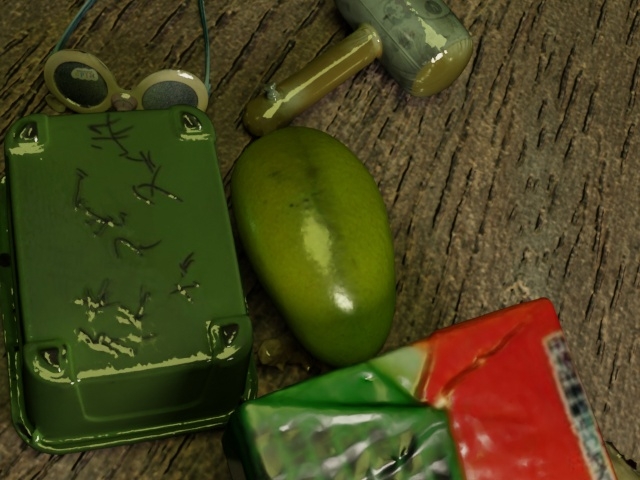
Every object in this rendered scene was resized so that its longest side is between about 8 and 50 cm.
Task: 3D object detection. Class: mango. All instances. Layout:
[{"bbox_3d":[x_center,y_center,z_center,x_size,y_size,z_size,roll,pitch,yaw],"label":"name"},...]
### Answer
[{"bbox_3d":[-0.005,-0.006,0.971,0.149,0.185,0.273,-28,50,17],"label":"mango"}]

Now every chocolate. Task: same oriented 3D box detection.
[{"bbox_3d":[0.108,0.274,0.849,0.341,0.161,0.360,-16,82,-26],"label":"chocolate"}]

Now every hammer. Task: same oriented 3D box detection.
[{"bbox_3d":[0.027,-0.225,1.145,0.305,0.113,0.202,-35,74,-16],"label":"hammer"}]

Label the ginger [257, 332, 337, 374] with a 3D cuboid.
[{"bbox_3d":[0.023,0.215,0.955,0.149,0.065,0.259,-4,65,-18],"label":"ginger"}]

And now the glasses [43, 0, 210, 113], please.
[{"bbox_3d":[-0.216,-0.247,1.093,0.189,0.088,0.221,10,64,-9],"label":"glasses"}]

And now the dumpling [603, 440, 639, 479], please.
[{"bbox_3d":[0.345,0.344,0.957,0.166,0.086,0.332,-1,55,-45],"label":"dumpling"}]

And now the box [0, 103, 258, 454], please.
[{"bbox_3d":[-0.193,0.027,0.923,0.252,0.178,0.329,-6,68,-18],"label":"box"}]
